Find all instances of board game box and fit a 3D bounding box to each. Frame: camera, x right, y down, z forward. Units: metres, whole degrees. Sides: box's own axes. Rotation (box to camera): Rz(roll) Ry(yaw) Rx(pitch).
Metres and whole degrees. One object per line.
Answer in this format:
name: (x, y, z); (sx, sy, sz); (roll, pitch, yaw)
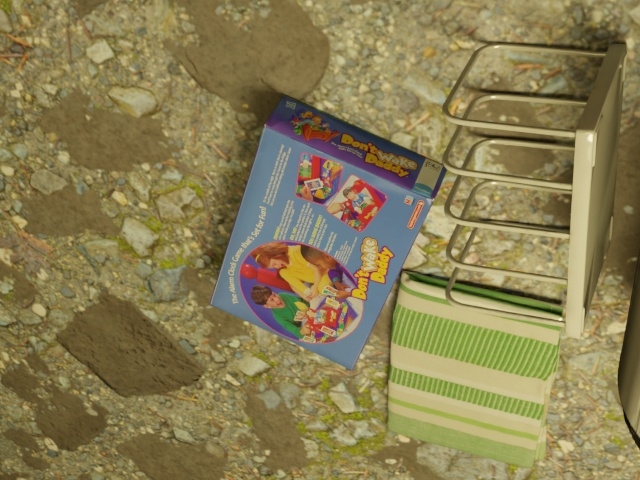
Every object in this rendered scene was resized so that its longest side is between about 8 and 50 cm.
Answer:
board game box: (0.000, 0.000, 1.445); (0.233, 0.078, 0.347); (25, 132, 3)

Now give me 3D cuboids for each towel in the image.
towel: (0.220, 0.193, 1.539); (0.247, 0.038, 0.325); (12, 132, 16)

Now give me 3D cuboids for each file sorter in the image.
file sorter: (0.241, -0.066, 1.217); (0.173, 0.193, 0.278); (10, 130, 20)

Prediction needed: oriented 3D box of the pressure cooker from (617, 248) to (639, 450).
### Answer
pressure cooker: (0.508, 0.052, 1.073); (0.369, 0.375, 0.421); (11, 131, 19)
